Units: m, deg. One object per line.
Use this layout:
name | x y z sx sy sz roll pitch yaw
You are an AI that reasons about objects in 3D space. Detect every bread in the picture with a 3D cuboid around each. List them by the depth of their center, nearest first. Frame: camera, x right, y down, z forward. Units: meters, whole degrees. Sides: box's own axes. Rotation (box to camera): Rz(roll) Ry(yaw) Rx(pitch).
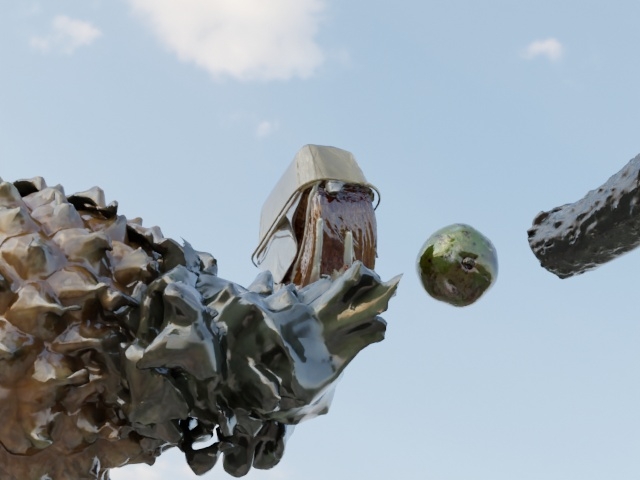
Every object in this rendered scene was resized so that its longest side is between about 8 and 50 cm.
bread | 0.000 0.000 1.441 0.142 0.212 0.224 5 -35 -26

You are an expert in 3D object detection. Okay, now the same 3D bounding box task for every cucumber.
cucumber | 0.288 -0.047 0.916 0.081 0.072 0.303 28 -30 -11

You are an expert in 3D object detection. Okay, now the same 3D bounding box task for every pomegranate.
pomegranate | 0.179 0.035 1.456 0.114 0.114 0.142 22 -6 -6

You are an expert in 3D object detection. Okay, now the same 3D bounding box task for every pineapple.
pineapple | -0.122 0.062 0.621 0.357 0.223 0.223 1 -36 16
